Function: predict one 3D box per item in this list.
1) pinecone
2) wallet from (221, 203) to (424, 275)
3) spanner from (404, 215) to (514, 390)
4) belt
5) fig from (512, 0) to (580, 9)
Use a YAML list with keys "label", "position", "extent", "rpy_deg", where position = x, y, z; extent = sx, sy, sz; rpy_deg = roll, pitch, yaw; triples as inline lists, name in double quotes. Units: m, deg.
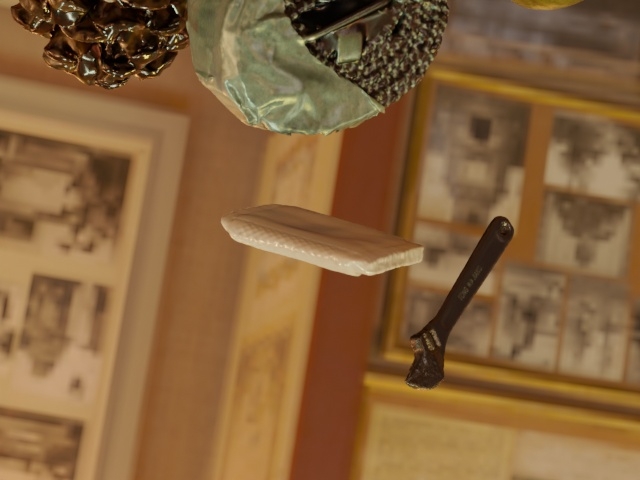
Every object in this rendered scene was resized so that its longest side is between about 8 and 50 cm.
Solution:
- label: "pinecone"
  position: [-0.232, -0.283, 2.012]
  extent: [0.243, 0.243, 0.257]
  rpy_deg: [5, 124, 21]
- label: "wallet"
  position: [0.000, 0.000, 1.800]
  extent: [0.183, 0.032, 0.124]
  rpy_deg: [15, -163, 30]
- label: "spanner"
  position: [0.129, 0.056, 1.669]
  extent: [0.046, 0.208, 0.012]
  rpy_deg: [46, 146, -18]
- label: "belt"
  position: [-0.007, -0.214, 1.822]
  extent: [0.257, 0.207, 0.150]
  rpy_deg: [-28, -160, -20]
- label: "fig"
  position: [0.220, -0.320, 1.895]
  extent: [0.166, 0.154, 0.144]
  rpy_deg: [17, 167, -36]
